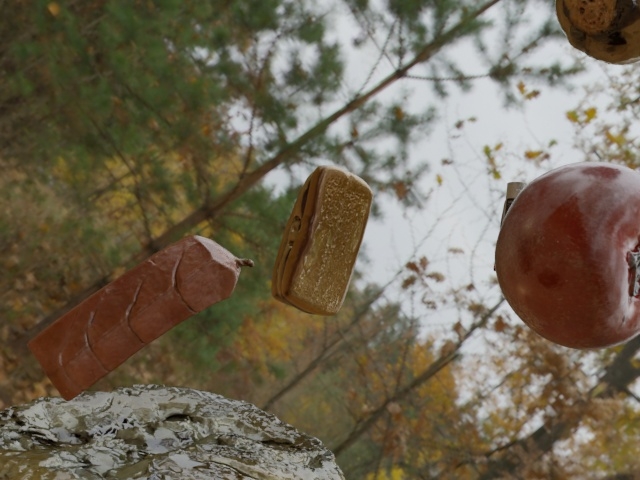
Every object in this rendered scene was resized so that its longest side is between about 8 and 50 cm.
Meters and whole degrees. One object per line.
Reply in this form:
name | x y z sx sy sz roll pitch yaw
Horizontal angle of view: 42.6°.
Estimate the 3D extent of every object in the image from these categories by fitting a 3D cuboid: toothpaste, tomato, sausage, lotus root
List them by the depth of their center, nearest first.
sausage | -0.132 0.049 0.620 0.065 0.169 0.065 50 -15 19
tomato | 0.370 0.021 1.173 0.227 0.270 0.270 8 -43 47
lotus root | 0.488 -0.362 1.237 0.183 0.310 0.182 30 -51 45
toothpaste | 0.407 -0.027 1.733 0.045 0.071 0.193 37 57 -78

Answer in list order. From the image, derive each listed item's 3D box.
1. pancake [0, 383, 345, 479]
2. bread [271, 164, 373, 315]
pancake | -0.160 0.224 0.821 0.387 0.387 0.082 -165 -97 -75
bread | 0.000 0.000 1.119 0.116 0.200 0.077 20 -6 -37
